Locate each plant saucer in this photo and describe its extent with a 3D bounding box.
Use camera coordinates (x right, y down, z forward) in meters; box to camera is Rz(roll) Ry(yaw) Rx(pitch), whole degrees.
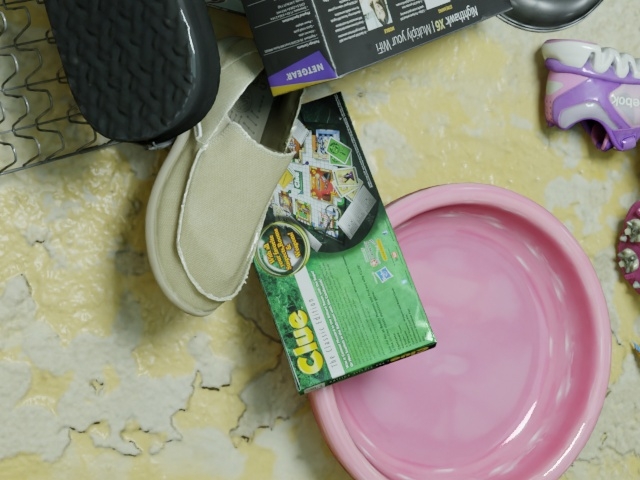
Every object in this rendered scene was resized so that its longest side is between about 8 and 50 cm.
[{"bbox_3d":[0.132,0.109,1.401,0.332,0.084,0.332,-1,91,-22],"label":"plant saucer"}]

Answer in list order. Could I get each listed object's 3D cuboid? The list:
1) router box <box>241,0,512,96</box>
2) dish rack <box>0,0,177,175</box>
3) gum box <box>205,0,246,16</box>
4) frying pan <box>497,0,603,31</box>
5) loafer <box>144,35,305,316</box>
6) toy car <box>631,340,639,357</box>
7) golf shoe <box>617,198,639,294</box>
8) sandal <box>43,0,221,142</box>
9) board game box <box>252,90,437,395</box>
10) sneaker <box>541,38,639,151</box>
[{"bbox_3d":[0.038,-0.289,1.288,0.308,0.081,0.243,-27,102,-48],"label":"router box"},{"bbox_3d":[-0.268,-0.154,1.227,0.271,0.074,0.208,-18,97,-30],"label":"dish rack"},{"bbox_3d":[-0.107,-0.310,1.281,0.157,0.041,0.185,8,81,-44],"label":"gum box"},{"bbox_3d":[0.290,-0.347,1.482,0.326,0.053,0.197,-28,102,-16],"label":"frying pan"},{"bbox_3d":[-0.080,-0.065,1.246,0.102,0.092,0.269,23,70,-39],"label":"loafer"},{"bbox_3d":[0.302,0.134,1.508,0.122,0.060,0.041,3,45,-38],"label":"toy car"},{"bbox_3d":[0.414,-0.074,1.455,0.140,0.115,0.306,-11,135,-33],"label":"golf shoe"},{"bbox_3d":[-0.180,-0.302,1.179,0.107,0.167,0.446,-16,96,-65],"label":"sandal"},{"bbox_3d":[0.000,0.000,1.304,0.136,0.030,0.260,-18,75,-6],"label":"board game box"},{"bbox_3d":[0.332,-0.140,1.481,0.236,0.095,0.105,11,93,-17],"label":"sneaker"}]
